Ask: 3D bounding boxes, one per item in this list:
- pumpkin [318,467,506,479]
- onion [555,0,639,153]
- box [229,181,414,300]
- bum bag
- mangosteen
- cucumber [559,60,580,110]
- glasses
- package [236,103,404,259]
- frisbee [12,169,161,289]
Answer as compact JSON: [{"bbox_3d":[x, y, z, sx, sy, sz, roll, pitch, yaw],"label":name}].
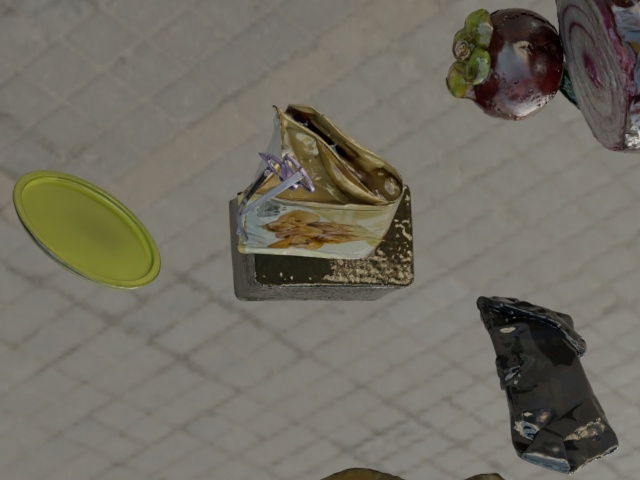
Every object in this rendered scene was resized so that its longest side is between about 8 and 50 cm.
[{"bbox_3d":[0.061,0.259,1.144,0.248,0.126,0.131,-29,127,8],"label":"pumpkin"},{"bbox_3d":[0.480,-0.291,1.820,0.260,0.282,0.336,-22,141,-4],"label":"onion"},{"bbox_3d":[0.001,0.000,2.145,0.273,0.184,0.143,1,169,-19],"label":"box"},{"bbox_3d":[0.292,0.179,1.698,0.137,0.310,0.074,1,134,-10],"label":"bum bag"},{"bbox_3d":[0.265,-0.262,1.928,0.180,0.166,0.166,12,138,-25],"label":"mangosteen"},{"bbox_3d":[0.395,-0.233,2.032,0.168,0.039,0.039,45,129,2],"label":"cucumber"},{"bbox_3d":[-0.073,-0.051,1.538,0.104,0.140,0.062,-40,106,-10],"label":"glasses"},{"bbox_3d":[-0.007,-0.088,1.845,0.221,0.165,0.311,3,167,-2],"label":"package"},{"bbox_3d":[-0.328,-0.014,1.844,0.236,0.236,0.017,22,119,-32],"label":"frisbee"}]
